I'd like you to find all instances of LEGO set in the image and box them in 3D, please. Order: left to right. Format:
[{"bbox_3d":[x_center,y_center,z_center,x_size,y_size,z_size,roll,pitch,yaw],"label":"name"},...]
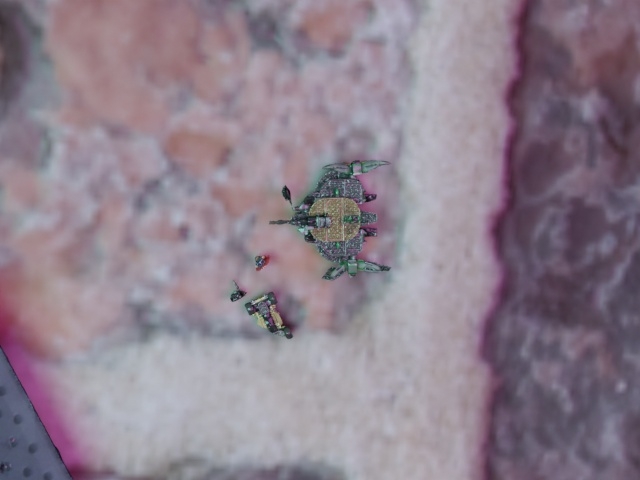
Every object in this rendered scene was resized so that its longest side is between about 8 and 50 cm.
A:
[{"bbox_3d":[-0.003,-0.001,0.538,0.083,0.023,0.054,-34,104,-2],"label":"LEGO set"}]

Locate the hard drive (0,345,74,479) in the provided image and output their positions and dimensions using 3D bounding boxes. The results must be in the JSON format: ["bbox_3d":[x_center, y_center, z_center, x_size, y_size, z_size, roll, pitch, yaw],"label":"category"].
[{"bbox_3d":[-0.211,0.082,0.399,0.255,0.054,0.172,-36,106,-40],"label":"hard drive"}]
